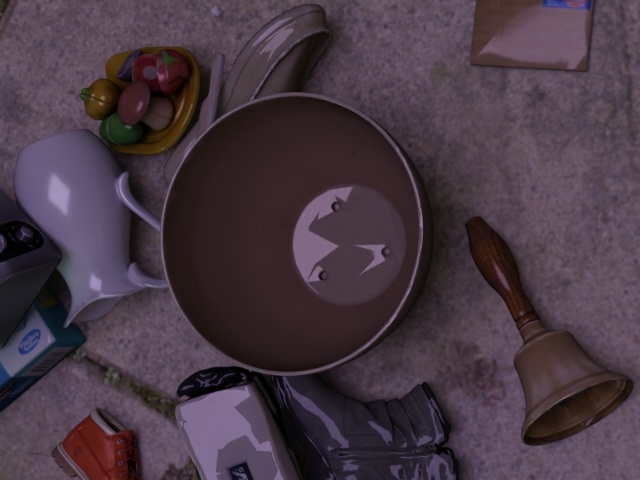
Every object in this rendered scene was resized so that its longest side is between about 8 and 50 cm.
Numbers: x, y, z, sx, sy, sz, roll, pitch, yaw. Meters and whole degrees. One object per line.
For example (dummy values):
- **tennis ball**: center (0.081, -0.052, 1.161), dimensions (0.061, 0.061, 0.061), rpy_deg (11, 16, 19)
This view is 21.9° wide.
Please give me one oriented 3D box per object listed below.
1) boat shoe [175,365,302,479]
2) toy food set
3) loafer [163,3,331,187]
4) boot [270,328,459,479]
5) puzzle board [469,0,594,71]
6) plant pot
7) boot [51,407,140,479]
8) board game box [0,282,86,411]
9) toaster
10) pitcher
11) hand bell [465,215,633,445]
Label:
- **boat shoe**: center (-0.054, 0.290, 1.766), dimensions (0.127, 0.158, 0.340), rpy_deg (-15, 90, 7)
- **toy food set**: center (-0.201, -0.165, 1.839), dimensions (0.218, 0.071, 0.128), rpy_deg (5, 80, 49)
- **loafer**: center (-0.064, -0.140, 1.824), dimensions (0.092, 0.102, 0.268), rpy_deg (43, 111, 17)
- **boot**: center (0.049, 0.186, 1.778), dimensions (0.161, 0.083, 0.246), rpy_deg (-24, 79, 6)
- **puzzle board**: center (0.226, -0.231, 1.763), dimensions (0.128, 0.011, 0.096), rpy_deg (6, 87, 20)
- **plant pot**: center (0.000, 0.000, 1.736), dimensions (0.284, 0.191, 0.284), rpy_deg (-2, 85, 21)
- **boot**: center (-0.228, 0.261, 1.877), dimensions (0.158, 0.059, 0.084), rpy_deg (42, 96, 19)
- **board game box**: center (-0.473, 0.061, 1.970), dimensions (0.254, 0.079, 0.336), rpy_deg (-40, 74, 14)
- **toaster**: center (-0.403, 0.031, 1.828), dimensions (0.168, 0.110, 0.185), rpy_deg (45, 117, 15)
- **pitcher**: center (-0.247, -0.025, 1.868), dimensions (0.178, 0.125, 0.207), rpy_deg (-20, 88, 22)
- **hand bell**: center (0.209, 0.078, 1.713), dimensions (0.126, 0.126, 0.242), rpy_deg (-35, 63, 15)
